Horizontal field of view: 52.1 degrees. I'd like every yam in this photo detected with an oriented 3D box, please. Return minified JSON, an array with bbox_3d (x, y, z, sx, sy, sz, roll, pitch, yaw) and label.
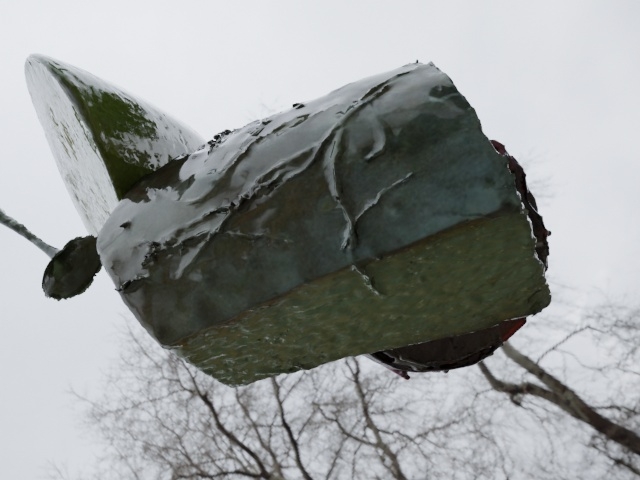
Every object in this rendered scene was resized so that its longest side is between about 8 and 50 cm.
[{"bbox_3d":[-0.002,-0.005,0.488,0.271,0.201,0.202,-26,-38,4],"label":"yam"}]

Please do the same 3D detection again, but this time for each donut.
[{"bbox_3d":[0.159,0.038,0.886,0.345,0.136,0.259,-34,-89,-12],"label":"donut"}]

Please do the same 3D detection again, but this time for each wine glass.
[{"bbox_3d":[-0.326,-0.038,0.615,0.074,0.262,0.074,-53,-16,-22],"label":"wine glass"}]

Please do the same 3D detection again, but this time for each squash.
[{"bbox_3d":[-0.205,-0.050,0.587,0.260,0.189,0.189,-1,-73,-75],"label":"squash"}]

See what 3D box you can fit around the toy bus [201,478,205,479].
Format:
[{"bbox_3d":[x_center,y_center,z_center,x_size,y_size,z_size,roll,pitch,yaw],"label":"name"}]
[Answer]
[{"bbox_3d":[-0.120,0.295,0.716,0.037,0.083,0.031,-44,-62,-16],"label":"toy bus"}]
